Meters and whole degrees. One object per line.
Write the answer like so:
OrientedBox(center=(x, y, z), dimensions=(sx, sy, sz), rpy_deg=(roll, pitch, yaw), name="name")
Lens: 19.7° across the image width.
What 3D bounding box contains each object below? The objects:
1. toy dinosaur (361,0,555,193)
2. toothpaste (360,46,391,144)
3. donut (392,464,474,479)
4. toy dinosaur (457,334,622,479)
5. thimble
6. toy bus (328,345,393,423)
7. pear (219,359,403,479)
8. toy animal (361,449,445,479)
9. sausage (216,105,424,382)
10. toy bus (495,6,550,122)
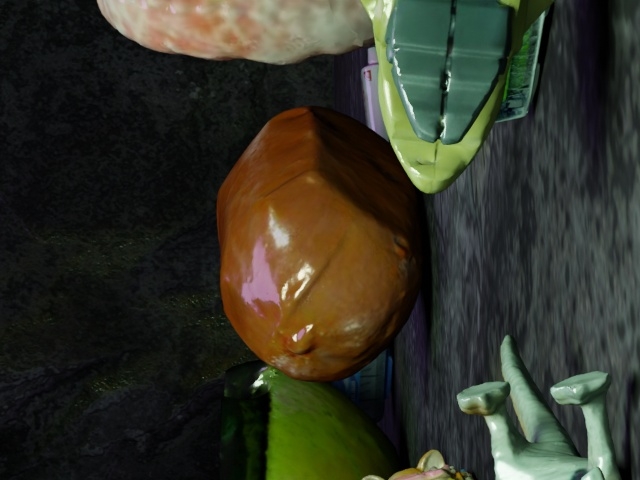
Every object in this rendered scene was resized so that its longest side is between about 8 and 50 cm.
OrientedBox(center=(0.050, -0.153, 0.595), dimensions=(0.153, 0.094, 0.259), rpy_deg=(99, 178, -64), name="toy dinosaur")
OrientedBox(center=(0.056, -0.088, 1.636), dimensions=(0.045, 0.028, 0.169), rpy_deg=(39, -135, -77), name="toothpaste")
OrientedBox(center=(0.060, 0.216, 1.068), dimensions=(0.174, 0.068, 0.174), rpy_deg=(177, 90, -88), name="donut")
OrientedBox(center=(0.081, 0.094, 0.609), dimensions=(0.187, 0.044, 0.106), rpy_deg=(-129, 21, -86), name="toy dinosaur")
OrientedBox(center=(-0.042, -0.230, 1.173), dimensions=(0.239, 0.239, 0.162), rpy_deg=(-94, 2, -54), name="thimble")
OrientedBox(center=(0.027, 0.089, 1.834), dimensions=(0.079, 0.094, 0.236), rpy_deg=(-84, -4, -51), name="toy bus")
OrientedBox(center=(0.001, 0.296, 1.675), dimensions=(0.399, 0.165, 0.398), rpy_deg=(178, 90, -89), name="pear")
OrientedBox(center=(0.061, 0.185, 1.289), dimensions=(0.081, 0.061, 0.083), rpy_deg=(-99, -2, -70), name="toy animal")
OrientedBox(center=(0.001, -0.001, 1.393), dimensions=(0.141, 0.153, 0.268), rpy_deg=(-56, 16, 22), name="sausage")
OrientedBox(center=(0.070, -0.079, 0.741), dimensions=(0.083, 0.037, 0.031), rpy_deg=(88, 178, -61), name="toy bus")
